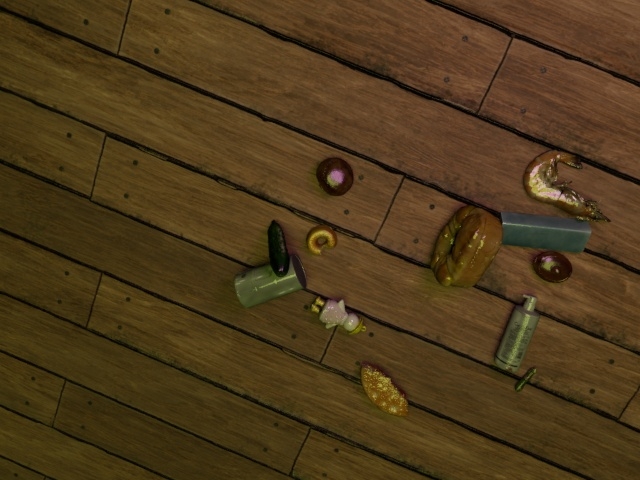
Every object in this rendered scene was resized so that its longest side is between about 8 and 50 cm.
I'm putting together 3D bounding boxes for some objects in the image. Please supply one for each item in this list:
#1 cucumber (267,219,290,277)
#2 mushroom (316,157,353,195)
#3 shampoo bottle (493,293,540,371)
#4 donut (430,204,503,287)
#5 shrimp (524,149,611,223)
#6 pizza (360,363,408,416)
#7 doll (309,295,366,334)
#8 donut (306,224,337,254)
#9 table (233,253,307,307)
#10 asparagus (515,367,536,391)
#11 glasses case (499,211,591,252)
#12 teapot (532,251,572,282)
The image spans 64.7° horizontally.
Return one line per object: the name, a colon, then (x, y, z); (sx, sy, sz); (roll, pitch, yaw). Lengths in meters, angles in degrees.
cucumber: (-0.140, 0.022, 1.659); (0.069, 0.227, 0.069); (-8, 142, -6)
mushroom: (0.048, -0.207, 1.627); (0.127, 0.087, 0.127); (-1, 94, -13)
shampoo bottle: (0.657, 0.302, 1.670); (0.085, 0.085, 0.262); (16, 106, 3)
donut: (0.448, 0.020, 1.562); (0.128, 0.208, 0.261); (20, 121, -11)
shrimp: (0.774, -0.166, 1.547); (0.296, 0.058, 0.169); (27, 104, 3)
pizza: (0.226, 0.537, 1.806); (0.246, 0.058, 0.127); (37, 108, -1)
doll: (0.065, 0.261, 1.743); (0.207, 0.081, 0.129); (27, 114, -2)
donut: (0.000, 0.000, 1.702); (0.108, 0.043, 0.097); (-33, 99, 10)
table: (-0.169, 0.139, 1.717); (0.220, 0.126, 0.126); (-19, 102, 12)
asparagus: (0.710, 0.478, 1.743); (0.025, 0.021, 0.108); (32, 106, -6)
glasses case: (0.699, -0.023, 1.592); (0.266, 0.056, 0.105); (6, 105, 6)
teapot: (0.735, 0.086, 1.604); (0.129, 0.078, 0.098); (25, 107, 1)
